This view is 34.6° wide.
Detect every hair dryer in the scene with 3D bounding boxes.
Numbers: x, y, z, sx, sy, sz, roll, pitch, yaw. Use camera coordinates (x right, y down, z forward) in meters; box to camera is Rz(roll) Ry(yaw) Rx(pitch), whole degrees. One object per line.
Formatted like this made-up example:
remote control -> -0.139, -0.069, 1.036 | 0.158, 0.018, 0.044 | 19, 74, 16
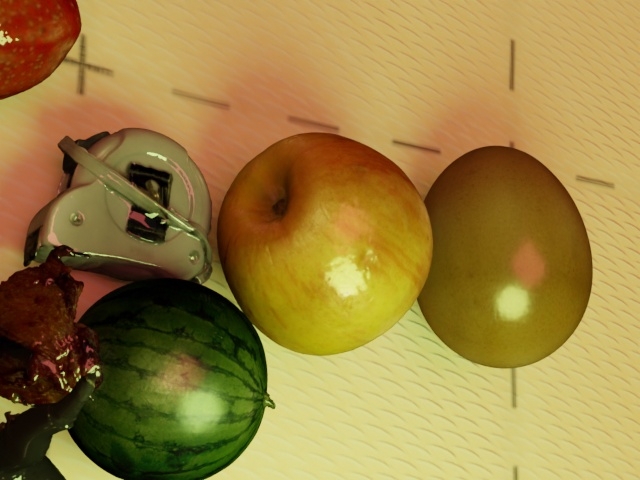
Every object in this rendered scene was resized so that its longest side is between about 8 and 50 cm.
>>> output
hair dryer -> -0.326, 0.173, 1.032 | 0.304, 0.359, 0.120 | 44, 44, -9

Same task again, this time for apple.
apple -> 0.000, 0.000, 1.297 | 0.233, 0.286, 0.286 | 44, 59, -38

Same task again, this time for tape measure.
tape measure -> -0.233, -0.041, 1.269 | 0.236, 0.120, 0.197 | 15, 69, -30

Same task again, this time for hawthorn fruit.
hawthorn fruit -> -0.370, -0.269, 1.203 | 0.253, 0.205, 0.205 | -20, 89, -38

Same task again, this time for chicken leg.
chicken leg -> -0.359, 0.063, 1.105 | 0.323, 0.083, 0.177 | 22, 76, 18

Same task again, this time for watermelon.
watermelon -> -0.178, 0.162, 1.182 | 0.242, 0.242, 0.242 | 7, 75, -28

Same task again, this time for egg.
egg -> 0.253, 0.020, 1.450 | 0.250, 0.250, 0.322 | 11, 68, -27
